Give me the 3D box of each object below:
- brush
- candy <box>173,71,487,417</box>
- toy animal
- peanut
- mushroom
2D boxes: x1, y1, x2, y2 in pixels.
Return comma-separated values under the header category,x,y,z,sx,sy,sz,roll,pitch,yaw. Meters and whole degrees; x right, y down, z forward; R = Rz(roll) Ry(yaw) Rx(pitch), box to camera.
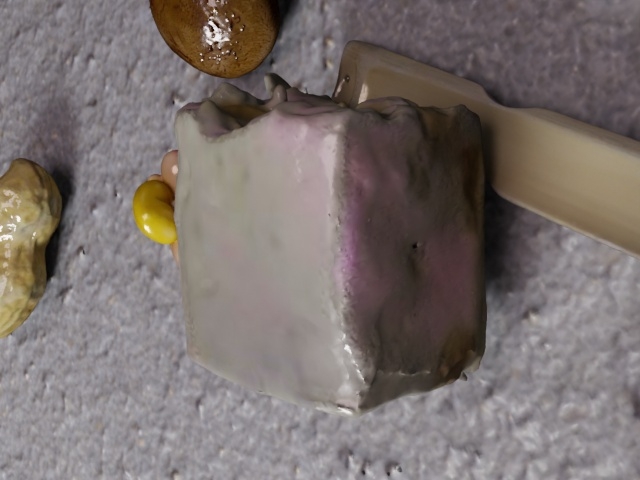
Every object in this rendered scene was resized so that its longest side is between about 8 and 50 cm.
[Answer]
category,x,y,z,sx,sy,sz,roll,pitch,yaw
brush,0.125,-0.054,0.625,0.321,0.050,0.060,30,112,41
candy,0.000,0.000,0.640,0.184,0.137,0.195,13,110,47
toy animal,-0.085,-0.023,0.765,0.082,0.091,0.114,-37,68,18
peanut,-0.274,0.012,0.917,0.080,0.080,0.175,30,107,33
mushroom,-0.076,-0.178,0.761,0.127,0.087,0.127,32,131,46
